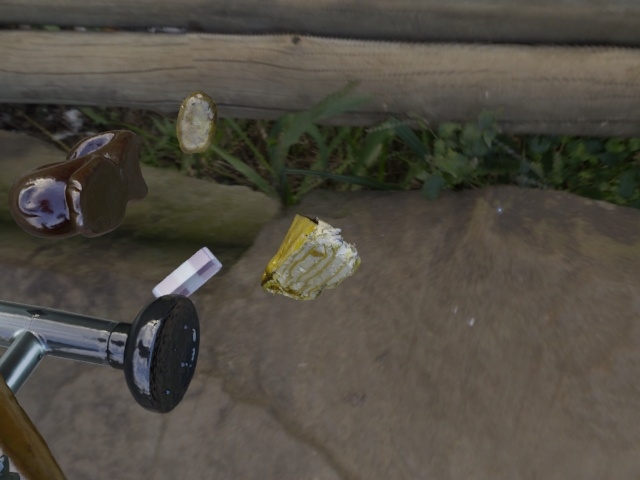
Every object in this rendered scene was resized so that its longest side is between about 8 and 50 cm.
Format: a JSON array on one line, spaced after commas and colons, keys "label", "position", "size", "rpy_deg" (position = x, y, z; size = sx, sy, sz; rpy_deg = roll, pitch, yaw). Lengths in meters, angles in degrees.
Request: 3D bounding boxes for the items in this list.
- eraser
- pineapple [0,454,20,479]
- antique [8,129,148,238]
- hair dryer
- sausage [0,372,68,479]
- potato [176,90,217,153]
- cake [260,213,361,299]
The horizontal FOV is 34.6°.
[{"label": "eraser", "position": [-0.198, 0.057, 1.533], "size": [0.105, 0.065, 0.026], "rpy_deg": [-40, 71, -4]}, {"label": "pineapple", "position": [-0.276, 0.156, 0.677], "size": [0.340, 0.169, 0.169], "rpy_deg": [35, 98, 28]}, {"label": "antique", "position": [-0.352, -0.079, 1.510], "size": [0.143, 0.257, 0.121], "rpy_deg": [-1, 114, 18]}, {"label": "hair dryer", "position": [-0.342, 0.199, 1.335], "size": [0.320, 0.156, 0.284], "rpy_deg": [1, 54, 11]}, {"label": "sausage", "position": [-0.367, 0.149, 0.990], "size": [0.123, 0.136, 0.501], "rpy_deg": [-43, 61, 3]}, {"label": "potato", "position": [-0.160, -0.151, 1.327], "size": [0.051, 0.040, 0.083], "rpy_deg": [11, 108, -6]}, {"label": "cake", "position": [0.004, 0.002, 1.151], "size": [0.079, 0.185, 0.116], "rpy_deg": [31, 56, -5]}]
